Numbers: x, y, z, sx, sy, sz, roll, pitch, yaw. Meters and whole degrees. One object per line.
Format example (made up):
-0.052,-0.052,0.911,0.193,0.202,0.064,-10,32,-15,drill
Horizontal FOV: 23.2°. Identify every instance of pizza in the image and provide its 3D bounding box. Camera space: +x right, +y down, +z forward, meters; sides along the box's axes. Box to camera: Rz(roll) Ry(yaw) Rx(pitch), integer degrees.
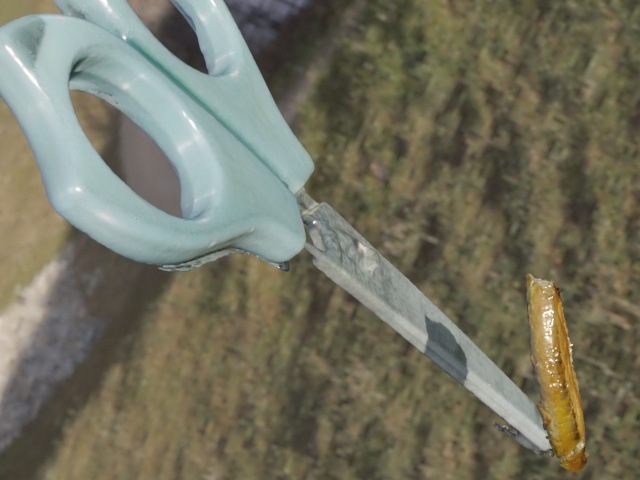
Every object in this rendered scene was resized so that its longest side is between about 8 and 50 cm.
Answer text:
0.089,0.051,0.589,0.037,0.016,0.083,-50,-51,-64,pizza

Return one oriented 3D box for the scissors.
-0.001,0.001,0.670,0.029,0.360,0.191,-30,36,25,scissors
